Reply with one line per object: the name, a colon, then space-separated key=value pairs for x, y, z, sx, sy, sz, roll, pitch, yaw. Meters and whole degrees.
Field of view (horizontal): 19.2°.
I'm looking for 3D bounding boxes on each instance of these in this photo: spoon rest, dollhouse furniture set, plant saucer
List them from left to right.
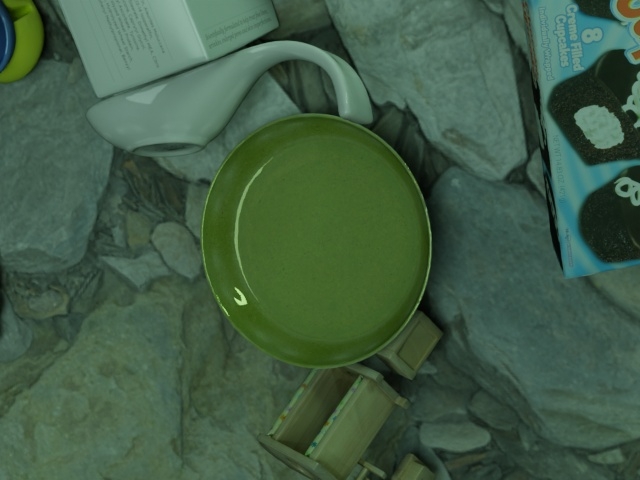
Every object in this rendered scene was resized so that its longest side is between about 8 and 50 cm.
spoon rest: x=-0.088 y=-0.131 z=1.748 sx=0.276 sy=0.137 sz=0.084 roll=-6 pitch=82 yaw=25
plant saucer: x=0.000 y=0.000 z=1.790 sx=0.241 sy=0.037 sz=0.241 roll=2 pitch=95 yaw=25
dollhouse furniture set: x=0.056 y=0.170 z=1.839 sx=0.101 sy=0.161 sz=0.182 roll=21 pitch=71 yaw=48

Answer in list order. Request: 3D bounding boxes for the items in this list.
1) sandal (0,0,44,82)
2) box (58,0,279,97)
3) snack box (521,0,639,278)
sandal: x=-0.397 y=-0.282 z=1.819 sx=0.126 sy=0.138 sz=0.317 roll=-40 pitch=88 yaw=27
box: x=-0.148 y=-0.243 z=1.712 sx=0.119 sy=0.181 sz=0.182 roll=-17 pitch=99 yaw=24
snack box: x=0.272 y=-0.133 z=1.580 sx=0.187 sy=0.060 sz=0.322 roll=-11 pitch=119 yaw=0
